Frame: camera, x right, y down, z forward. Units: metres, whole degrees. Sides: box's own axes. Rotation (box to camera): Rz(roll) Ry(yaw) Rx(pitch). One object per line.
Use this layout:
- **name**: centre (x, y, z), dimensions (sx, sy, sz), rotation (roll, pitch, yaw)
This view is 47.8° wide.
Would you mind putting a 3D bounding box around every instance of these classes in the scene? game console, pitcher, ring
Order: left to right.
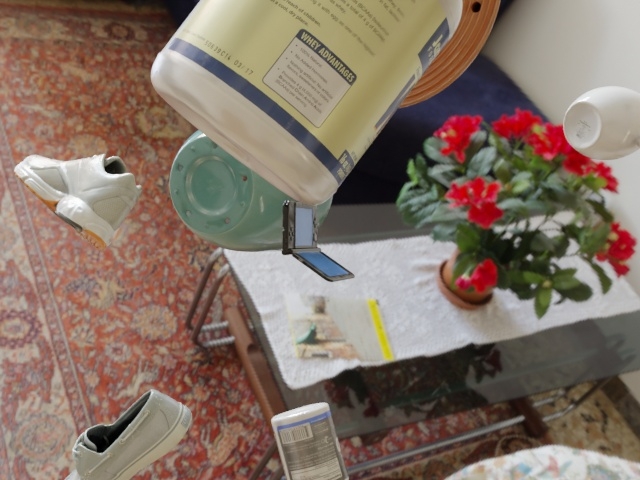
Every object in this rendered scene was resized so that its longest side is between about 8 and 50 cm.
- **game console**: centre (0.000, 0.000, 0.988), dimensions (0.071, 0.107, 0.122), rotation (1, 0, 18)
- **ring**: centre (0.104, -0.360, 1.048), dimensions (0.336, 0.336, 0.032), rotation (48, 27, 20)
- **pitcher**: centre (0.540, -0.192, 1.245), dimensions (0.207, 0.125, 0.178), rotation (-8, 37, -29)

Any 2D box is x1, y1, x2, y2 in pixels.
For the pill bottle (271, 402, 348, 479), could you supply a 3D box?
- **pill bottle**: centre (-0.009, 0.283, 0.918), dimensions (0.078, 0.078, 0.137), rotation (-11, 82, -36)

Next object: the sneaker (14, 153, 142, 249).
- **sneaker**: centre (-0.349, -0.083, 1.067), dimensions (0.262, 0.099, 0.121), rotation (30, 72, 39)

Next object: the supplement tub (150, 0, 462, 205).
- **supplement tub**: centre (0.002, -0.227, 0.777), dimensions (0.235, 0.325, 0.235), rotation (37, -2, 2)

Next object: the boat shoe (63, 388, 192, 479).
- **boat shoe**: centre (-0.268, 0.264, 0.922), dimensions (0.081, 0.227, 0.079), rotation (46, 15, -20)

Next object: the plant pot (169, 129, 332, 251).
- **plant pot**: centre (-0.153, -0.112, 1.411), dimensions (0.293, 0.293, 0.235), rotation (42, 20, 15)
